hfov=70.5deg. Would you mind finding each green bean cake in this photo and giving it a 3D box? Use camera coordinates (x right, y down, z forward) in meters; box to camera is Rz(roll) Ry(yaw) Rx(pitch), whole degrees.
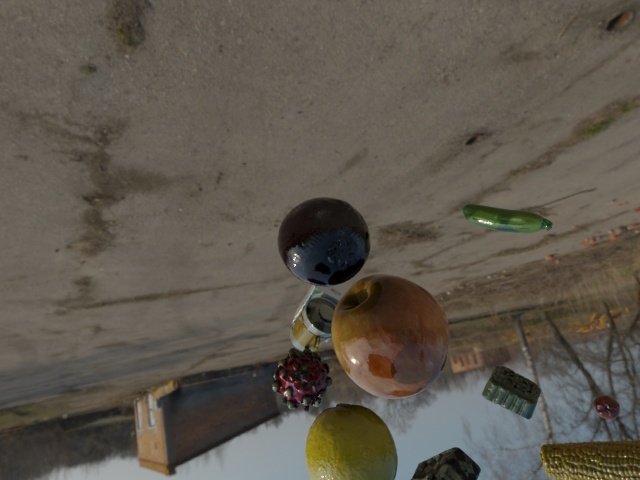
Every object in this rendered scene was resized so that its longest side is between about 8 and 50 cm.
[{"bbox_3d":[0.729,0.570,1.718,0.185,0.094,0.183,26,-161,26],"label":"green bean cake"}]

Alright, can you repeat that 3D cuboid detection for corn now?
[{"bbox_3d":[0.642,0.483,0.974,0.311,0.101,0.102,-19,162,32],"label":"corn"}]

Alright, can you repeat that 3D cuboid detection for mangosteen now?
[{"bbox_3d":[0.010,-0.003,1.444,0.298,0.293,0.296,-4,118,-7],"label":"mangosteen"}]

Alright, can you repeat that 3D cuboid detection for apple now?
[{"bbox_3d":[0.219,0.298,1.486,0.347,0.391,0.391,40,143,-12],"label":"apple"}]

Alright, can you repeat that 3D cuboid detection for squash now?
[{"bbox_3d":[0.823,-0.093,2.036,0.395,0.107,0.107,13,-179,36],"label":"squash"}]

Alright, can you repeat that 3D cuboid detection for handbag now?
[{"bbox_3d":[0.388,0.999,1.709,0.416,0.180,0.316,-38,173,-39],"label":"handbag"}]

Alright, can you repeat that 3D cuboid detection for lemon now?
[{"bbox_3d":[0.077,0.539,1.187,0.241,0.219,0.240,-7,172,-1],"label":"lemon"}]

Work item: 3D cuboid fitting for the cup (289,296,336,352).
[{"bbox_3d":[-0.031,0.403,2.014,0.186,0.241,0.226,25,132,-14],"label":"cup"}]

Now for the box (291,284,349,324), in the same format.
[{"bbox_3d":[0.014,0.328,2.179,0.203,0.116,0.274,28,124,-5],"label":"box"}]

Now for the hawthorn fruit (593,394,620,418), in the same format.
[{"bbox_3d":[0.995,0.578,1.580,0.081,0.080,0.093,-19,163,20],"label":"hawthorn fruit"}]

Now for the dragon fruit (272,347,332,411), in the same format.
[{"bbox_3d":[-0.050,0.484,1.625,0.198,0.218,0.273,-46,170,28],"label":"dragon fruit"}]
